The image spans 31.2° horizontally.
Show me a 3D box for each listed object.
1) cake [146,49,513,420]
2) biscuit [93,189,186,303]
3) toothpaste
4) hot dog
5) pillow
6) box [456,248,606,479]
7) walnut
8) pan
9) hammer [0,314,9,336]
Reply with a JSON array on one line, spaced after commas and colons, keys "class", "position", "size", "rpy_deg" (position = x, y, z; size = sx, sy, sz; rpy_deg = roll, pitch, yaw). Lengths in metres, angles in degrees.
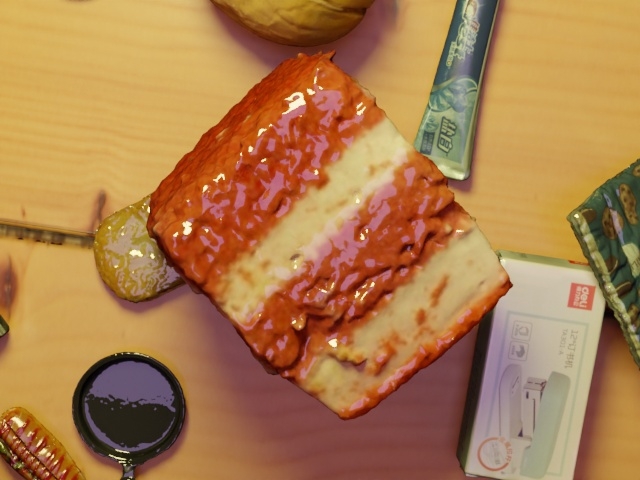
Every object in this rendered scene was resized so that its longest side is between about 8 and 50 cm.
[{"class": "cake", "position": [0.000, 0.000, 1.223], "size": [0.270, 0.269, 0.319], "rpy_deg": [-44, 104, -2]}, {"class": "biscuit", "position": [-0.152, -0.015, 1.362], "size": [0.247, 0.029, 0.118], "rpy_deg": [-25, 91, 1]}, {"class": "toothpaste", "position": [0.166, -0.206, 1.343], "size": [0.069, 0.047, 0.268], "rpy_deg": [11, 98, -14]}, {"class": "hot dog", "position": [-0.337, 0.264, 1.377], "size": [0.062, 0.038, 0.144], "rpy_deg": [-40, 93, 2]}, {"class": "pillow", "position": [0.396, 0.036, 1.325], "size": [0.189, 0.034, 0.255], "rpy_deg": [-32, 97, -30]}, {"class": "box", "position": [0.246, 0.149, 1.349], "size": [0.135, 0.079, 0.269], "rpy_deg": [10, 94, -2]}, {"class": "walnut", "position": [-0.037, -0.317, 1.269], "size": [0.226, 0.193, 0.193], "rpy_deg": [28, 94, 8]}, {"class": "pan", "position": [-0.231, 0.250, 1.381], "size": [0.136, 0.028, 0.235], "rpy_deg": [2, 91, 0]}, {"class": "hammer", "position": [-0.545, 0.168, 1.374], "size": [0.365, 0.043, 0.111], "rpy_deg": [-36, 95, 5]}]
